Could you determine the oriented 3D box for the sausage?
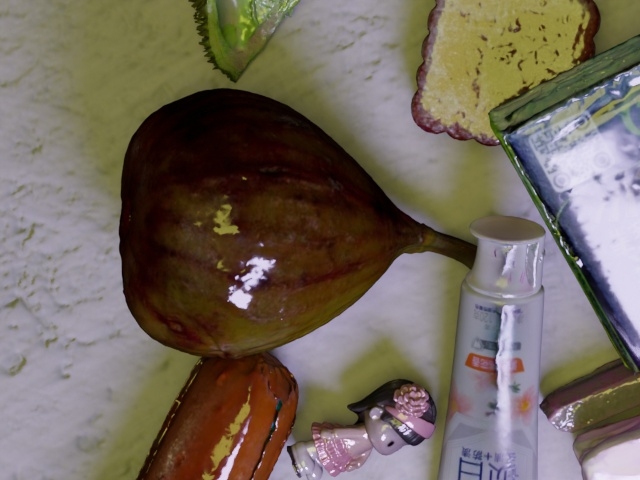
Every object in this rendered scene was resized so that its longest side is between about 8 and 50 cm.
[{"bbox_3d":[-0.116,0.236,1.570,0.102,0.102,0.330,30,97,6],"label":"sausage"}]

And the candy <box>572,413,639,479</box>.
[{"bbox_3d":[0.340,0.182,1.482,0.265,0.116,0.155,-23,90,10],"label":"candy"}]

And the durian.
[{"bbox_3d":[-0.051,-0.237,1.547,0.100,0.086,0.215,23,103,-27],"label":"durian"}]

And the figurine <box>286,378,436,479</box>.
[{"bbox_3d":[0.034,0.151,1.554,0.129,0.072,0.054,-22,58,13],"label":"figurine"}]

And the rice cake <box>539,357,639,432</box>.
[{"bbox_3d":[0.273,0.105,1.523,0.206,0.047,0.036,-22,97,11],"label":"rice cake"}]

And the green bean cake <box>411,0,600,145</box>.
[{"bbox_3d":[0.146,-0.141,1.518,0.135,0.056,0.135,13,100,7],"label":"green bean cake"}]

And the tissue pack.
[{"bbox_3d":[0.259,-0.034,1.470,0.173,0.073,0.235,-29,109,11],"label":"tissue pack"}]

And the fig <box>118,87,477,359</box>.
[{"bbox_3d":[0.000,0.000,1.515,0.321,0.217,0.217,9,97,-21],"label":"fig"}]

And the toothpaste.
[{"bbox_3d":[0.137,0.141,1.524,0.100,0.066,0.323,5,111,6],"label":"toothpaste"}]
